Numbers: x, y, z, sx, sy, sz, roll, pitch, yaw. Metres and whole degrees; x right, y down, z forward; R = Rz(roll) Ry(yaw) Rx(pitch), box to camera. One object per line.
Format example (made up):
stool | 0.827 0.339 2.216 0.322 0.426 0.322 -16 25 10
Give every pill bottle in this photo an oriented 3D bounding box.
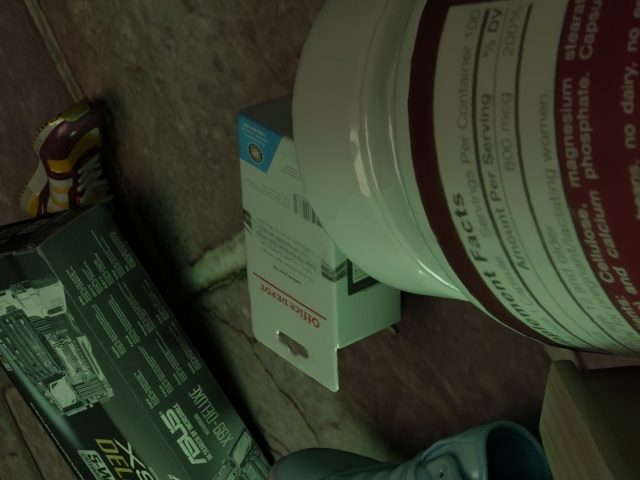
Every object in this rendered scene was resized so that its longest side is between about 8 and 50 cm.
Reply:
pill bottle | 0.175 -0.055 0.670 0.392 0.224 0.224 5 116 53

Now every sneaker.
sneaker | -0.208 -0.053 1.360 0.084 0.069 0.185 47 151 9
sneaker | 0.099 0.180 1.053 0.366 0.135 0.150 18 106 46

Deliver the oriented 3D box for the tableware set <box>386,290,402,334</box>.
tableware set | 0.023 -0.008 1.098 0.104 0.024 0.154 41 141 32

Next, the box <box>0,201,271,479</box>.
box | -0.192 0.122 1.387 0.242 0.076 0.307 -8 117 56

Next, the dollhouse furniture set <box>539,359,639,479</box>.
dollhouse furniture set | 0.218 0.239 0.730 0.286 0.198 0.303 -110 19 -55

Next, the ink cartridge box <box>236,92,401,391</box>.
ink cartridge box | 0.000 0.000 1.059 0.104 0.060 0.180 31 133 44
